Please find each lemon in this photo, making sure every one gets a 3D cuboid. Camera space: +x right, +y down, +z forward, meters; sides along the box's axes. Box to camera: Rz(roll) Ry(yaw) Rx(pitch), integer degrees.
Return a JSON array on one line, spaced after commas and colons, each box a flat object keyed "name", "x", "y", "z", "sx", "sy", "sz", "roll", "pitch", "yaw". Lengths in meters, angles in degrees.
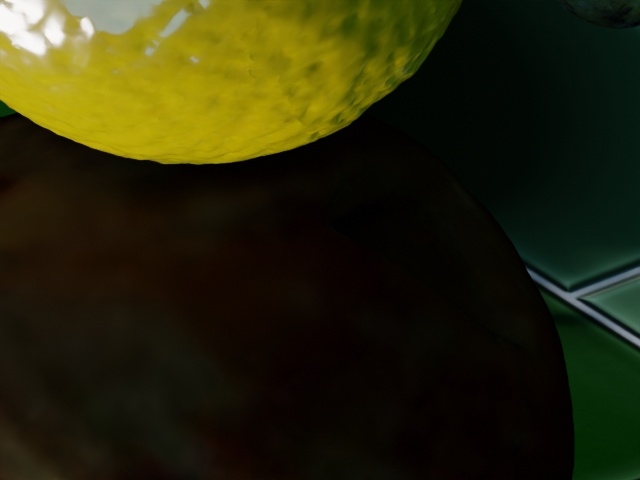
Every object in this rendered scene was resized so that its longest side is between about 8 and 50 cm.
[{"name": "lemon", "x": -0.050, "y": -0.140, "z": 0.673, "sx": 0.228, "sy": 0.228, "sz": 0.253, "roll": -7, "pitch": 147, "yaw": 30}]

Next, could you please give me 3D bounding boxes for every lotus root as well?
[{"name": "lotus root", "x": 0.126, "y": -0.124, "z": 0.806, "sx": 0.054, "sy": 0.049, "sz": 0.099, "roll": -11, "pitch": 148, "yaw": 32}]

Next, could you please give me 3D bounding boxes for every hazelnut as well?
[{"name": "hazelnut", "x": -0.095, "y": 0.100, "z": 0.882, "sx": 0.429, "sy": 0.402, "sz": 0.402, "roll": -26, "pitch": 139, "yaw": 8}]
